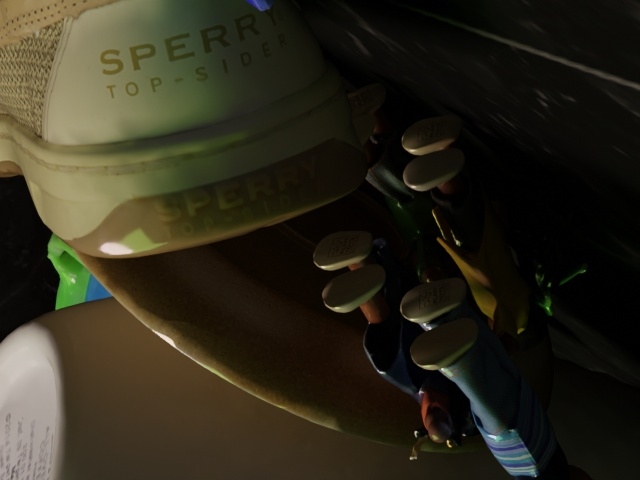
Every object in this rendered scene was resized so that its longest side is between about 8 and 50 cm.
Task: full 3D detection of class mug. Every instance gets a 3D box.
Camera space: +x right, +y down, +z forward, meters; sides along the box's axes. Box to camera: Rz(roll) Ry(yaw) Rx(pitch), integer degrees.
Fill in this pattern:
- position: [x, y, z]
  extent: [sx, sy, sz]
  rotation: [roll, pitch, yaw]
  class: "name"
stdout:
- position: [-0.010, 0.204, 0.846]
  extent: [0.328, 0.374, 0.276]
  rotation: [20, 157, -25]
  class: "mug"

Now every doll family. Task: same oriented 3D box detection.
- position: [0.053, 0.029, 0.683]
  extent: [0.193, 0.076, 0.111]
  rotation: [-82, -30, -47]
  class: "doll family"

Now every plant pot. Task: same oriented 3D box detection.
- position: [0.000, 0.000, 0.808]
  extent: [0.236, 0.032, 0.236]
  rotation: [24, -156, -11]
  class: "plant pot"

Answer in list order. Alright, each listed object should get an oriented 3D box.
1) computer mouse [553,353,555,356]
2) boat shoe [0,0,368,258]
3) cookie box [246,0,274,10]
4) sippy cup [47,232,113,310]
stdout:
- position: [0.034, 0.005, 1.058]
  extent: [0.188, 0.072, 0.272]
  rotation: [32, -172, 19]
  class: "computer mouse"
- position: [-0.081, -0.083, 0.645]
  extent: [0.341, 0.121, 0.110]
  rotation: [23, 130, 64]
  class: "boat shoe"
- position: [-0.052, -0.106, 0.433]
  extent: [0.107, 0.040, 0.092]
  rotation: [35, 177, 13]
  class: "cookie box"
- position: [-0.028, 0.064, 1.320]
  extent: [0.305, 0.240, 0.224]
  rotation: [-12, -163, -37]
  class: "sippy cup"
